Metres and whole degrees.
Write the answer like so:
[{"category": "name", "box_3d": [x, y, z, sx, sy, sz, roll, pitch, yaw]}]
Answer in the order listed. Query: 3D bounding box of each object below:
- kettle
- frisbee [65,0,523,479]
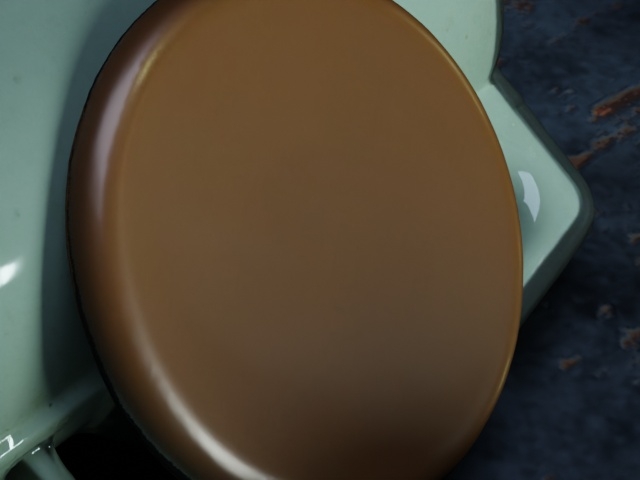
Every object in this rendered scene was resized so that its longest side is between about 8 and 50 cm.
[{"category": "kettle", "box_3d": [-0.071, -0.033, 0.885, 0.377, 0.250, 0.361, -34, 77, -35]}, {"category": "frisbee", "box_3d": [0.000, 0.000, 0.805, 0.021, 0.251, 0.251, -12, 24, 49]}]
